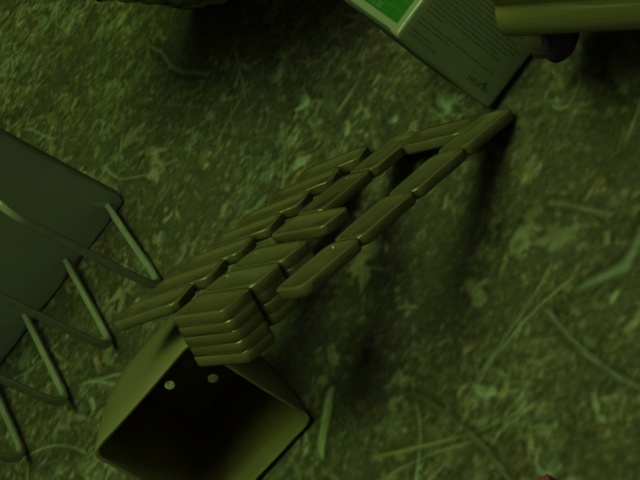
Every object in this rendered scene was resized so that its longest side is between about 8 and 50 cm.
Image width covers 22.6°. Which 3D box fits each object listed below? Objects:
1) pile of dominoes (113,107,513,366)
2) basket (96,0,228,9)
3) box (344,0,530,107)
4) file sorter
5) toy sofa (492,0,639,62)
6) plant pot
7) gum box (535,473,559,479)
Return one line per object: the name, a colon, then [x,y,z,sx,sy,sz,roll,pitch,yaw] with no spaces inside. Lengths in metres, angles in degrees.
pile of dominoes: [0.000,0.000,1.082,0.196,0.040,0.251,-10,23,49]
basket: [-0.124,-0.372,1.301,0.331,0.266,0.328,-6,85,50]
box: [0.089,-0.165,1.110,0.087,0.102,0.101,-52,34,6]
file sorter: [-0.297,0.067,1.337,0.278,0.193,0.173,-51,39,10]
toy sofa: [0.201,-0.297,0.997,0.150,0.177,0.363,0,65,28]
plant pot: [-0.088,0.112,1.128,0.109,0.109,0.096,-49,26,14]
gum box: [0.113,0.223,0.828,0.107,0.062,0.188,-38,40,27]
